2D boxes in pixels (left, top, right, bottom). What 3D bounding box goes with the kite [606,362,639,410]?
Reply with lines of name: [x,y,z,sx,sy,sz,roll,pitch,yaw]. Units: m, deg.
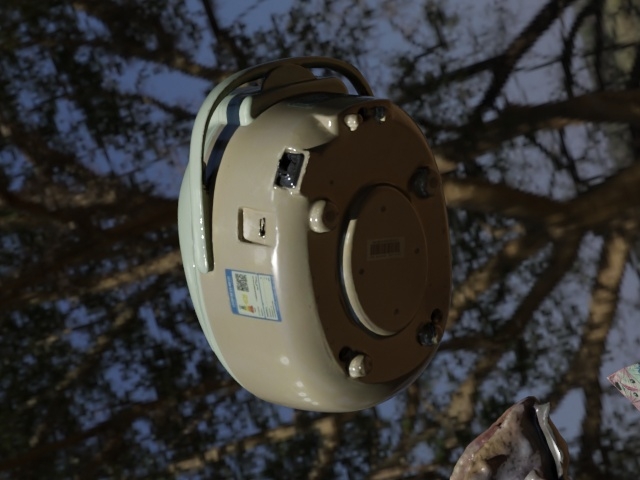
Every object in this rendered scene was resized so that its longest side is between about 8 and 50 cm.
kite: [0.428,0.201,1.493,0.005,0.153,0.137,-42,-48,-26]

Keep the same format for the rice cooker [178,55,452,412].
rice cooker: [0.000,0.000,0.678,0.145,0.127,0.206,-19,-69,-37]

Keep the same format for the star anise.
star anise: [0.130,0.212,0.685,0.229,0.093,0.236,106,153,-70]
